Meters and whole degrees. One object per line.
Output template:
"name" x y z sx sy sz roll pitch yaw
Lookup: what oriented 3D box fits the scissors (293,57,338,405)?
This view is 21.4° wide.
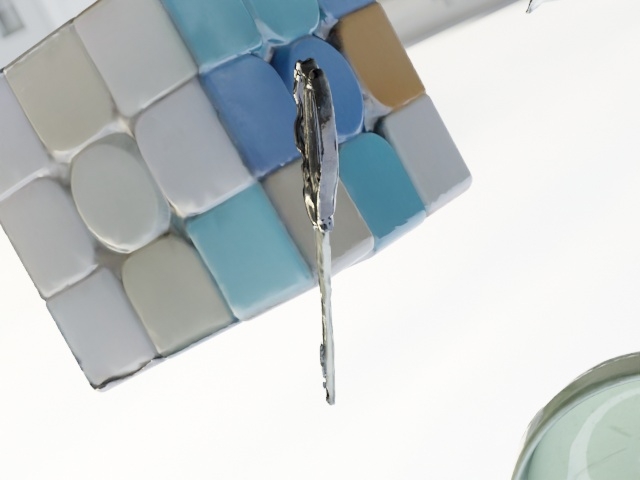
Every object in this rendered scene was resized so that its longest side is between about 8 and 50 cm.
"scissors" 0.000 0.000 1.402 0.022 0.300 0.109 -6 -160 -10

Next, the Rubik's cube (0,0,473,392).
"Rubik's cube" -0.113 -0.096 1.774 0.347 0.346 0.344 -25 -176 36

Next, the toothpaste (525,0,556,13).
"toothpaste" 0.271 -0.230 1.219 0.268 0.047 0.069 -26 -156 -6

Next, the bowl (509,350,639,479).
"bowl" 0.332 0.238 1.660 0.307 0.307 0.163 -24 -164 12
